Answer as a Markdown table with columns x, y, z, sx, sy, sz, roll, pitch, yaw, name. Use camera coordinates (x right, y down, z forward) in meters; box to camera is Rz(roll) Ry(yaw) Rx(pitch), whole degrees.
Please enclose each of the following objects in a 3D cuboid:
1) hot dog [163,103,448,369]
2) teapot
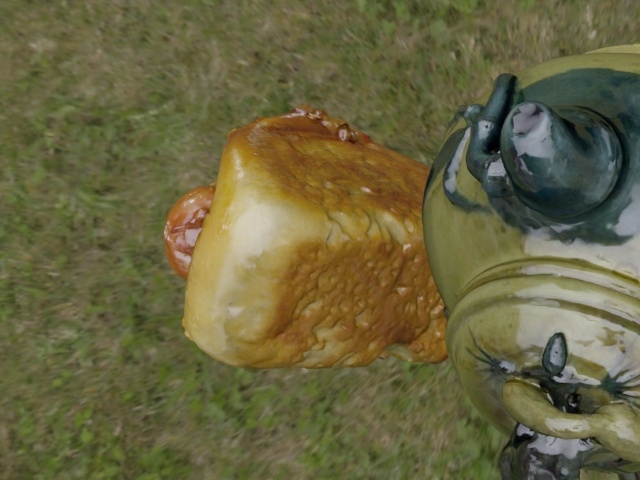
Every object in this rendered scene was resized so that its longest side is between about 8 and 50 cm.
| x | y | z | sx | sy | sz | roll | pitch | yaw | name |
| --- | --- | --- | --- | --- | --- | --- | --- | --- | --- |
| 0.000 | 0.000 | 0.805 | 0.153 | 0.257 | 0.150 | 40 | 115 | 39 | hot dog |
| 0.121 | 0.031 | 0.502 | 0.173 | 0.269 | 0.182 | 6 | 51 | 29 | teapot |
